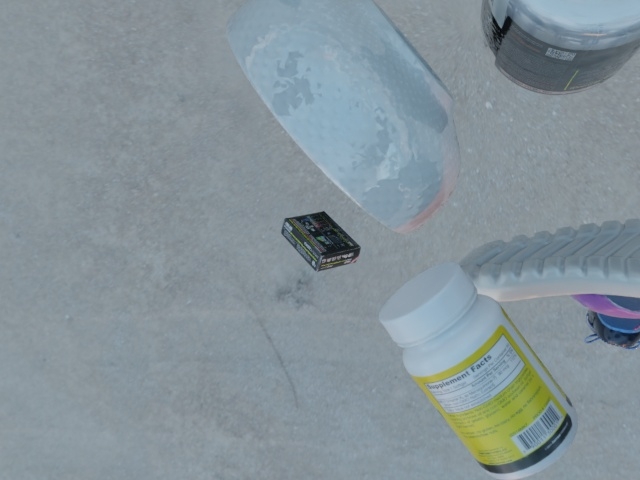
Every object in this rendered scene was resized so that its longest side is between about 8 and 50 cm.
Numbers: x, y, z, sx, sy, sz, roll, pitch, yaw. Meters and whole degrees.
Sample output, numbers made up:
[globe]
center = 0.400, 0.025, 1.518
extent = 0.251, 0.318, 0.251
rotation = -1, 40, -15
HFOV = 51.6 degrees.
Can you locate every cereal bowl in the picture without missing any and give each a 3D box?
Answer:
[cereal bowl]
center = 0.054, -0.180, 0.782
extent = 0.141, 0.339, 0.339
rotation = -40, 95, 18

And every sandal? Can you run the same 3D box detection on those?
[sandal]
center = 0.355, 0.046, 0.766
extent = 0.417, 0.169, 0.102
rotation = -2, 115, 46

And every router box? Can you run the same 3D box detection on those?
[router box]
center = 0.000, 0.000, 1.200
extent = 0.122, 0.092, 0.038
rotation = 46, 133, 37

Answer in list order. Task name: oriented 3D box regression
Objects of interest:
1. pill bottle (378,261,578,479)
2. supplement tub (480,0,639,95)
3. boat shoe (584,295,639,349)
[pill bottle]
center = 0.161, 0.132, 0.688
extent = 0.119, 0.119, 0.208
rotation = -34, 99, 20
[supplement tub]
center = 0.297, -0.292, 0.780
extent = 0.207, 0.338, 0.206
rotation = 0, 89, 11
[boat shoe]
center = 0.495, 0.131, 1.097
extent = 0.109, 0.258, 0.088
rotation = 21, 111, 23
